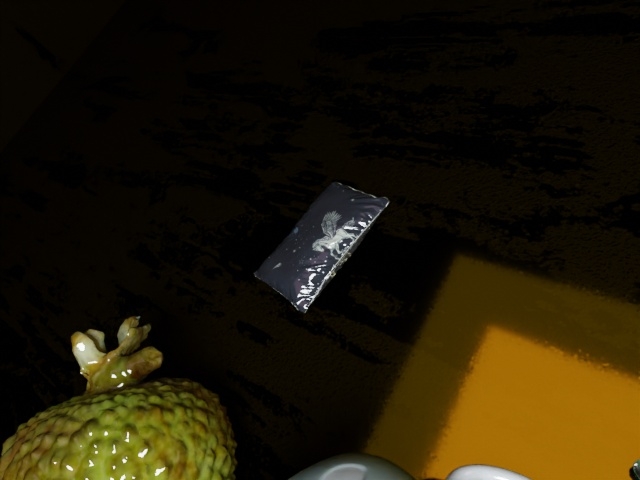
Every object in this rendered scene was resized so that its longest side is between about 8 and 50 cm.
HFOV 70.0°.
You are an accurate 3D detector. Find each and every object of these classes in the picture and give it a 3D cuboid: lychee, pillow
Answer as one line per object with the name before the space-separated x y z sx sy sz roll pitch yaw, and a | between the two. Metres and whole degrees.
lychee | -0.229 0.273 0.530 0.269 0.269 0.320 13 100 35
pillow | 0.000 0.000 0.701 0.208 0.055 0.141 -52 42 -9

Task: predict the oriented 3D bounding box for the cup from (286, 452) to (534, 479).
cup | 0.085 0.312 0.353 0.356 0.260 0.274 -26 43 -27

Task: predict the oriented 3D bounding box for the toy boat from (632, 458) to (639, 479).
toy boat | 0.333 0.261 0.342 0.104 0.052 0.210 -40 51 0
